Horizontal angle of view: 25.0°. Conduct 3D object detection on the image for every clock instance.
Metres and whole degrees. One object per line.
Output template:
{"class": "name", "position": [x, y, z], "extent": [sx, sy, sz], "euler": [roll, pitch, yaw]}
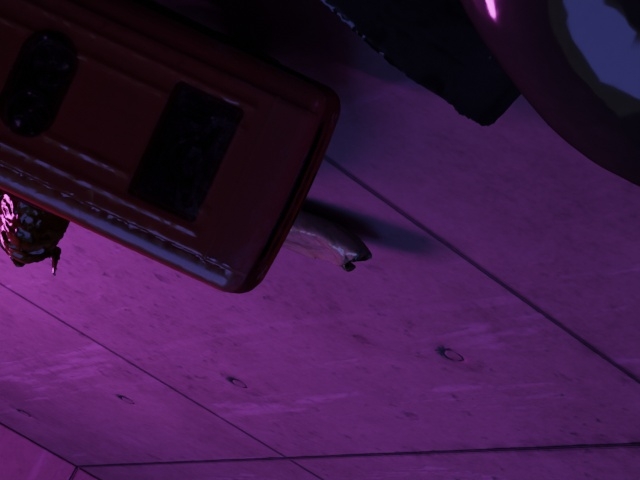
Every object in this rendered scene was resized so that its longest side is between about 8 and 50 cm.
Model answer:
{"class": "clock", "position": [0.022, -0.184, 0.840], "extent": [0.280, 0.055, 0.280], "euler": [41, -163, -15]}

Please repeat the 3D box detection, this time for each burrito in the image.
{"class": "burrito", "position": [-0.001, -0.002, 1.496], "extent": [0.118, 0.044, 0.074], "euler": [20, 160, 18]}

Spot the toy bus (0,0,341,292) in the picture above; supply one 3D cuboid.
{"class": "toy bus", "position": [-0.209, -0.119, 1.150], "extent": [0.426, 0.203, 0.233], "euler": [25, -177, 0]}

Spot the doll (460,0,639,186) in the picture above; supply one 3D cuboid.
{"class": "doll", "position": [0.155, -0.127, 0.651], "extent": [0.382, 0.379, 0.252], "euler": [34, 140, -29]}

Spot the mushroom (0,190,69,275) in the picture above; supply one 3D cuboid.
{"class": "mushroom", "position": [-0.265, -0.092, 1.408], "extent": [0.297, 0.163, 0.278], "euler": [17, 145, -8]}
